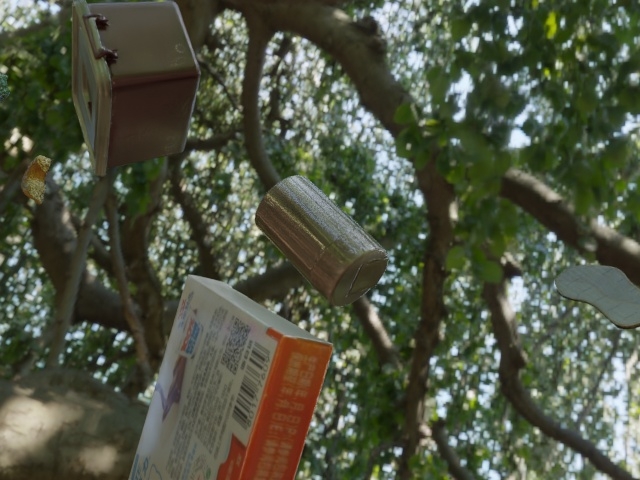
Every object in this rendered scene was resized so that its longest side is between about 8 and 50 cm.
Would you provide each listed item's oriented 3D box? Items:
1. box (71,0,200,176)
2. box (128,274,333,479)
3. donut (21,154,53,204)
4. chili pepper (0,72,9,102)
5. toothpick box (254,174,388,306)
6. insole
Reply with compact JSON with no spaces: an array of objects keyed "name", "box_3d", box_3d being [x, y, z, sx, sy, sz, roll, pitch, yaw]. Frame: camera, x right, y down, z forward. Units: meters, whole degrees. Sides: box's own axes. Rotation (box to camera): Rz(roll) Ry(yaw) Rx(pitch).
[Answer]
[{"name":"box","box_3d":[-0.308,-0.253,1.355,0.168,0.193,0.294,-11,-22,-21]},{"name":"box","box_3d":[-0.096,0.180,0.670,0.048,0.273,0.265,15,2,-25]},{"name":"donut","box_3d":[-0.527,-0.117,1.525,0.038,0.083,0.067,28,5,-44]},{"name":"chili pepper","box_3d":[-0.615,-0.226,1.377,0.074,0.257,0.100,51,-41,-5]},{"name":"toothpick box","box_3d":[0.000,0.000,1.188,0.181,0.111,0.111,44,-27,27]},{"name":"insole","box_3d":[0.534,0.097,1.543,0.119,0.348,0.009,-29,-77,2]}]
